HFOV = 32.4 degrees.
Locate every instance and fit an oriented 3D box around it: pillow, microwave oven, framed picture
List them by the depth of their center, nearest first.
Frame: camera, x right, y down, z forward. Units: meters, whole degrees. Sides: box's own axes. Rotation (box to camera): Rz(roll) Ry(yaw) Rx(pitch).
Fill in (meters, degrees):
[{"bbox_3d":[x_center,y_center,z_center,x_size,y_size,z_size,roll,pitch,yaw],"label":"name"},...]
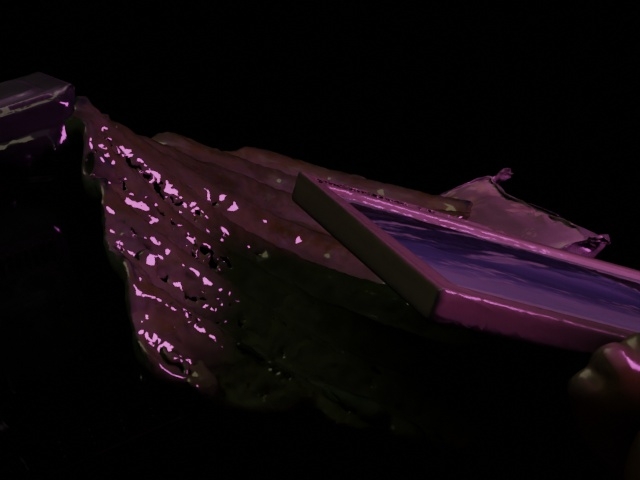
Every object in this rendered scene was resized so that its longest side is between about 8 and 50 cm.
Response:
[{"bbox_3d":[0.168,0.035,0.703,0.335,0.022,0.247,15,11,-22],"label":"framed picture"},{"bbox_3d":[-0.264,0.036,0.899,0.237,0.295,0.181,-21,19,-18],"label":"microwave oven"},{"bbox_3d":[0.150,0.005,1.042,0.169,0.059,0.255,-20,20,-8],"label":"pillow"}]

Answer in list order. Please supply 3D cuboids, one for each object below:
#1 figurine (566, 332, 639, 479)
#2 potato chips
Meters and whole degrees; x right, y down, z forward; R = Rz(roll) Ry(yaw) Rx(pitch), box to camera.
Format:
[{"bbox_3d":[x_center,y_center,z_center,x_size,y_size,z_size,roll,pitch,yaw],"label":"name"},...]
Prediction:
[{"bbox_3d":[0.221,0.112,0.475,0.177,0.247,0.173,-33,48,-8],"label":"figurine"},{"bbox_3d":[-0.007,0.000,0.820,0.389,0.097,0.373,11,27,-29],"label":"potato chips"}]
